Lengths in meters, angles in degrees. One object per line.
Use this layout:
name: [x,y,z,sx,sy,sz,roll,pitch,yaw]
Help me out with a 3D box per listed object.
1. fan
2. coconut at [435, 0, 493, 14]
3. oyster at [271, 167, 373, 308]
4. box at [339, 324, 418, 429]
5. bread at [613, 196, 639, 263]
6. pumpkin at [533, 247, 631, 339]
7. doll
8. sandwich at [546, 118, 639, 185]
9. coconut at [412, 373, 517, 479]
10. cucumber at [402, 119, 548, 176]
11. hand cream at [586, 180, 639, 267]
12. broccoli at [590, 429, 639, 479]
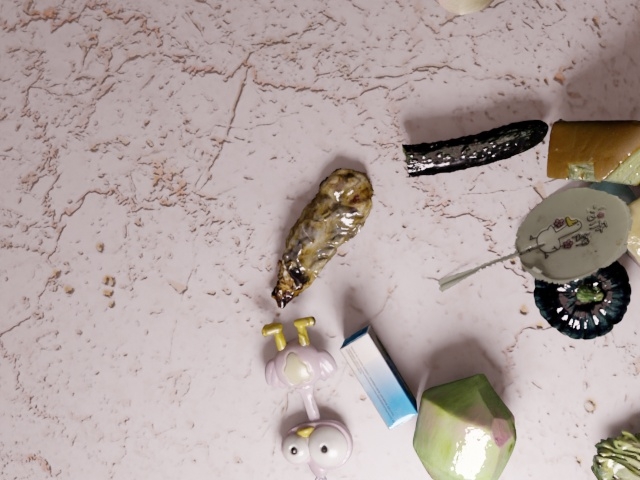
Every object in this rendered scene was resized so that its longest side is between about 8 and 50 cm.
fan: [0.429,0.018,1.670,0.414,0.233,0.012,-23,133,23]
coconut: [0.292,-0.533,1.640,0.171,0.171,0.183,-37,46,6]
oyster: [-0.002,-0.002,1.746,0.128,0.078,0.345,33,92,-4]
box: [0.122,0.281,1.698,0.073,0.139,0.194,-32,88,6]
bread: [0.672,-0.039,1.589,0.178,0.060,0.139,-36,86,34]
pumpkin: [0.527,0.104,1.654,0.194,0.150,0.194,-9,76,38]
doll: [-0.028,0.346,1.740,0.160,0.094,0.365,-12,89,9]
sandwich: [0.576,-0.172,1.594,0.235,0.122,0.128,7,89,51]
coconut: [0.293,0.378,1.648,0.204,0.236,0.236,17,93,26]
cucumber: [0.325,-0.191,1.701,0.303,0.072,0.081,-10,89,6]
hand cream: [0.662,-0.003,1.672,0.111,0.070,0.312,-41,83,7]
broccoli: [0.697,0.462,1.586,0.288,0.245,0.248,-18,80,1]
